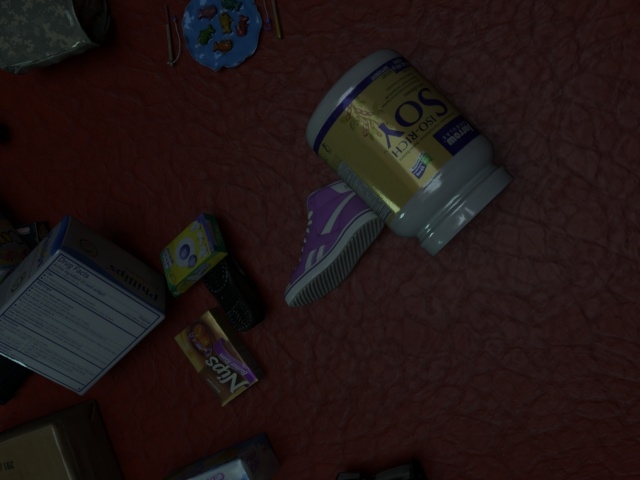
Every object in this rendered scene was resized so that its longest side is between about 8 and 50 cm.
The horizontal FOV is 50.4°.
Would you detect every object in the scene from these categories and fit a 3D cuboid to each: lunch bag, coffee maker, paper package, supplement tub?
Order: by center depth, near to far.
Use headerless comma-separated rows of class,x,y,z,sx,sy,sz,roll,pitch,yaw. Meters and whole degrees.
supplement tub,0.162,-0.157,1.244,0.331,0.241,0.241,46,104,8
coffee maker,0.117,0.526,1.343,0.178,0.171,0.120,-18,105,18
lunch bag,-0.596,-0.514,1.468,0.235,0.169,0.287,-11,86,16
paper package,-0.635,0.568,1.558,0.325,0.168,0.309,-22,86,17

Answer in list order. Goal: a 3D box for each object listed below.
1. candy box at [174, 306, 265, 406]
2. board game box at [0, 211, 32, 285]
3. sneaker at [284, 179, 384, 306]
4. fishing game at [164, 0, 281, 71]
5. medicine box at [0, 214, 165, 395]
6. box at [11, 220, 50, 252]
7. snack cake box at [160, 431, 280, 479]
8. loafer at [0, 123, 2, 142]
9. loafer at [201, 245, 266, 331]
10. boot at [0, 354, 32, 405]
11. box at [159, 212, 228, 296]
candy box,-0.219,0.252,1.478,0.109,0.053,0.186,-38,83,15
board game box,-0.784,0.004,1.517,0.142,0.144,0.275,-43,81,13
sneaker,0.001,0.000,1.390,0.282,0.102,0.161,-49,59,21
fishing game,-0.214,-0.453,1.432,0.264,0.041,0.189,-5,90,16
medicine box,-0.521,0.142,1.441,0.289,0.149,0.263,-42,121,13
box,-0.735,0.056,1.607,0.220,0.051,0.175,-8,91,16
snack cake box,-0.234,0.519,1.450,0.264,0.152,0.089,-26,86,15
loafer,-0.886,-0.339,1.577,0.366,0.134,0.130,31,102,11
loafer,-0.187,0.098,1.449,0.080,0.078,0.220,-39,67,27
boot,-0.769,0.264,1.562,0.246,0.094,0.207,33,108,-35
box,-0.281,0.034,1.453,0.179,0.043,0.105,-41,56,28
